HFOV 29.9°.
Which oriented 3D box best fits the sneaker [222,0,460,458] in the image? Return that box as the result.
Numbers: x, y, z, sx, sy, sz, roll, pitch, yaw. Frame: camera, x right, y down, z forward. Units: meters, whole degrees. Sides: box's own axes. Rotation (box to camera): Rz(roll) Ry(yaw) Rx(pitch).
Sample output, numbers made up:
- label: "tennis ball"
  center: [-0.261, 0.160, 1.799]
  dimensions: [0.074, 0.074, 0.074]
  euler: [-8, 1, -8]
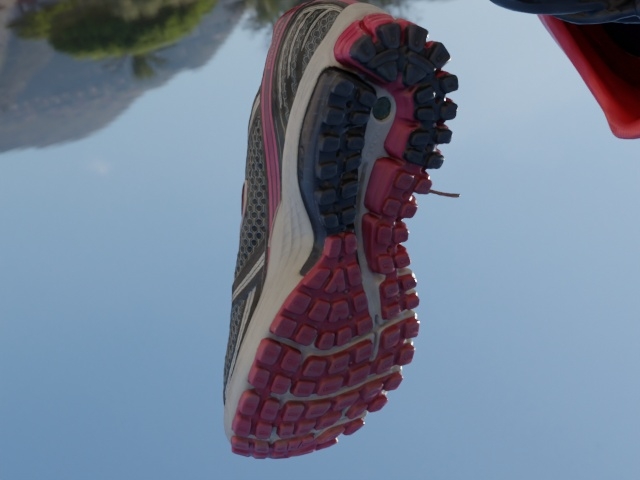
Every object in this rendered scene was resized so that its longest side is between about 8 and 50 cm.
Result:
- label: "sneaker"
  center: [0.000, 0.000, 0.748]
  dimensions: [0.121, 0.299, 0.112]
  euler: [3, -159, -34]

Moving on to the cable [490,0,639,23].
- label: "cable"
  center: [0.125, -0.089, 0.361]
  dimensions: [0.151, 0.047, 0.184]
  euler: [-1, -172, -31]

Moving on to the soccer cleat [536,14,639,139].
- label: "soccer cleat"
  center: [0.139, -0.201, 0.661]
  dimensions: [0.109, 0.318, 0.116]
  euler: [-9, -141, 38]
